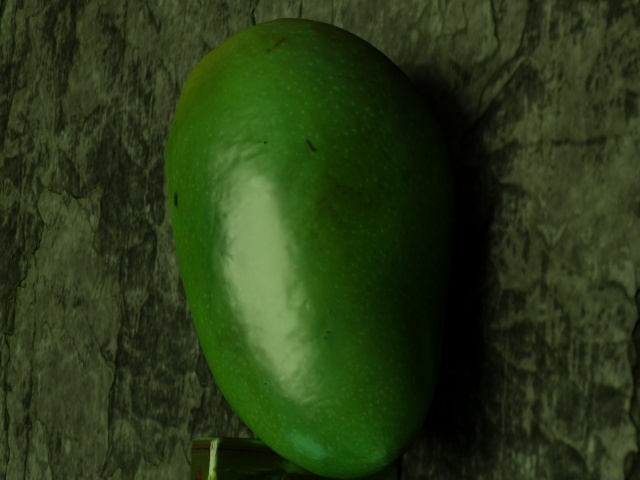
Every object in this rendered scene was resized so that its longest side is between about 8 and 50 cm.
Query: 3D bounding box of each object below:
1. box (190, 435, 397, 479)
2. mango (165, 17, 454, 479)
[{"bbox_3d":[-0.021,0.309,1.260,0.043,0.173,0.311,-16,70,56],"label":"box"},{"bbox_3d":[0.000,0.000,1.265,0.201,0.225,0.382,59,-164,-64],"label":"mango"}]
